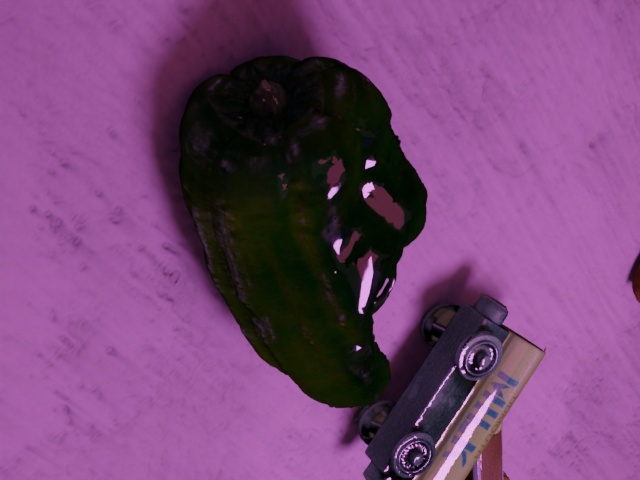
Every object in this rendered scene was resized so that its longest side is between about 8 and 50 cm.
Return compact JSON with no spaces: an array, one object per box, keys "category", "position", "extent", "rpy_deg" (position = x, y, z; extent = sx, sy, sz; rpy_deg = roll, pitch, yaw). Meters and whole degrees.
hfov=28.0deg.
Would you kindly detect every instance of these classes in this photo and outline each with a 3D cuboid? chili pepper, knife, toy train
[{"category":"chili pepper","position":[0.010,0.002,1.158],"extent":[0.213,0.167,0.385],"rpy_deg":[-37,140,-15]},{"category":"knife","position":[0.199,0.239,1.563],"extent":[0.061,0.027,0.343],"rpy_deg":[-27,119,-47]},{"category":"toy train","position":[0.155,0.188,1.470],"extent":[0.157,0.105,0.253],"rpy_deg":[31,93,-34]}]

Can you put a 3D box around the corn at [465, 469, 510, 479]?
[{"category":"corn","position":[0.167,0.312,1.622],"extent":[0.238,0.080,0.080],"rpy_deg":[16,108,-50]}]

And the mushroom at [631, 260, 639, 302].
[{"category":"mushroom","position":[0.536,0.087,1.804],"extent":[0.123,0.095,0.351],"rpy_deg":[-37,143,14]}]
